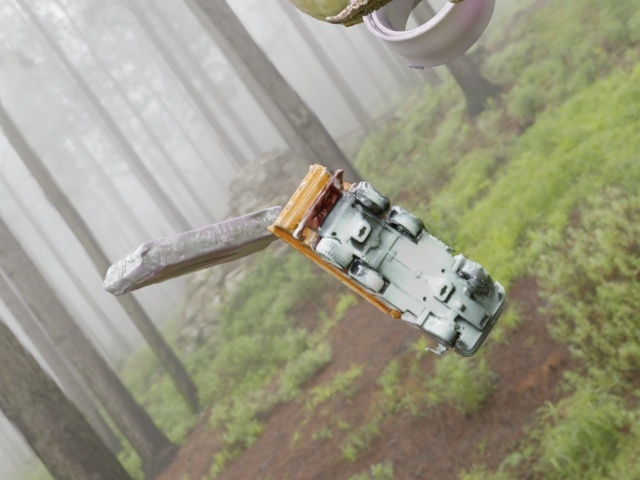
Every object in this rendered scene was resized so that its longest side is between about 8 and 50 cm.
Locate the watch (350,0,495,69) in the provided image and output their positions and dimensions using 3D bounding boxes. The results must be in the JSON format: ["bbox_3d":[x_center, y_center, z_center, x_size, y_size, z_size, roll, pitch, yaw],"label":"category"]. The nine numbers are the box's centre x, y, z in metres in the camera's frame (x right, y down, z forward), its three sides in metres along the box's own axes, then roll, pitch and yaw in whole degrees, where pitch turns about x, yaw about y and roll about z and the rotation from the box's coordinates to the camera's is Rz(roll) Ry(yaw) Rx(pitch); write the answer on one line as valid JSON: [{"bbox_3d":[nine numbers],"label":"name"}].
[{"bbox_3d":[0.183,-0.400,1.385,0.248,0.218,0.210,-44,-35,15],"label":"watch"}]

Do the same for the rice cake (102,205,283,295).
[{"bbox_3d":[-0.167,0.010,1.264,0.106,0.050,0.297,-30,-8,41],"label":"rice cake"}]

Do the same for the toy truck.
[{"bbox_3d":[0.079,0.025,1.035,0.114,0.270,0.135,-55,10,-7],"label":"toy truck"}]

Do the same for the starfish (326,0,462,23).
[{"bbox_3d":[0.090,-0.270,0.804,0.227,0.043,0.240,-26,-21,19],"label":"starfish"}]

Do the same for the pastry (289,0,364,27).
[{"bbox_3d":[0.039,-0.599,1.637,0.312,0.389,0.388,6,-17,-22],"label":"pastry"}]
